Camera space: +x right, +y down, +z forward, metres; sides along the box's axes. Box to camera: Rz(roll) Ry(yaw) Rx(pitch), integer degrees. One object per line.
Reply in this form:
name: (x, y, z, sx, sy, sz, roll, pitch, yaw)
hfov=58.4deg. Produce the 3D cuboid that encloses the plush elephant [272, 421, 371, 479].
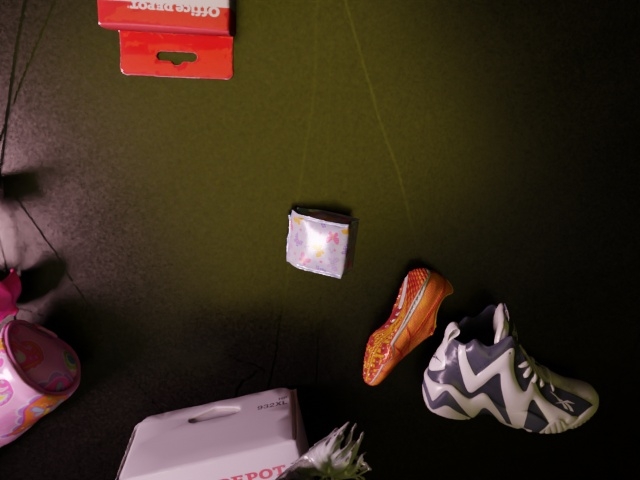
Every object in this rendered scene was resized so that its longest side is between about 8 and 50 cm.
plush elephant: (-0.022, 0.383, 0.562, 0.330, 0.272, 0.255, -33, 80, -22)

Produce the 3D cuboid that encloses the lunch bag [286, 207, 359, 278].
lunch bag: (0.000, 0.000, 0.700, 0.083, 0.053, 0.071, 11, 106, 19)

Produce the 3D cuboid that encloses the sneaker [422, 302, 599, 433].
sneaker: (0.258, 0.156, 0.743, 0.235, 0.094, 0.153, 8, 114, 4)

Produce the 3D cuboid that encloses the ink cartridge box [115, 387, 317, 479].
ink cartridge box: (-0.107, 0.378, 0.758, 0.223, 0.129, 0.307, -12, 106, -1)

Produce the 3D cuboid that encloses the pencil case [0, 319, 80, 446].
pencil case: (-0.434, 0.216, 0.695, 0.284, 0.124, 0.124, -37, 105, 7)

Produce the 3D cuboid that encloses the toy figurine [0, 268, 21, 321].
toy figurine: (-0.423, 0.034, 0.656, 0.173, 0.130, 0.159, -8, 117, 20)

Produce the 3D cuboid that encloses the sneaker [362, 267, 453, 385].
sneaker: (0.113, 0.120, 0.740, 0.067, 0.064, 0.175, 26, 105, -21)

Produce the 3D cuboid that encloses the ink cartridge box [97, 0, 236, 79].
ink cartridge box: (-0.156, -0.288, 0.593, 0.134, 0.078, 0.231, 1, 106, -5)
